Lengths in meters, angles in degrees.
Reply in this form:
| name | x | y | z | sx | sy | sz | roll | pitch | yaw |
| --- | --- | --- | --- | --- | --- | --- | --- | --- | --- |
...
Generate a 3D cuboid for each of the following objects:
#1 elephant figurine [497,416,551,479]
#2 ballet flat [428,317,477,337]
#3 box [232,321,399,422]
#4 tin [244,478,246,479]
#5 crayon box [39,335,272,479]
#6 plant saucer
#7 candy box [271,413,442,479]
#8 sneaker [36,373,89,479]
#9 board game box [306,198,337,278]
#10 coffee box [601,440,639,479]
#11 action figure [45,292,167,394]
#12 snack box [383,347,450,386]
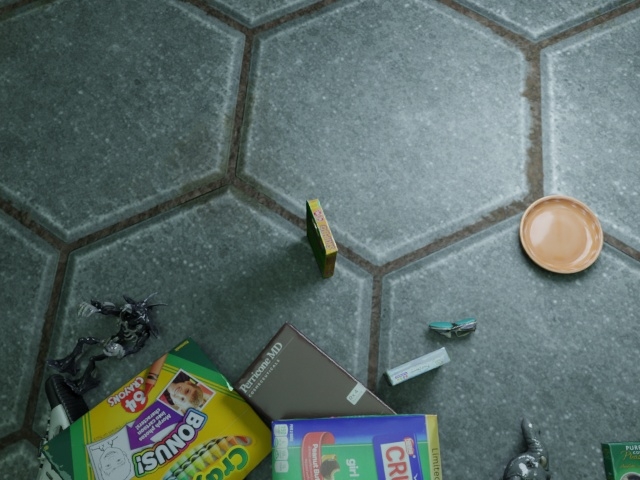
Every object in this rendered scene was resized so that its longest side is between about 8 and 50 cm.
| name | x | y | z | sx | sy | sz | roll | pitch | yaw |
| --- | --- | --- | --- | --- | --- | --- | --- | --- | --- |
| elephant figurine | 0.443 | 0.540 | 1.129 | 0.239 | 0.186 | 0.169 | 50 | 125 | 23 |
| ballet flat | 0.315 | 0.211 | 1.266 | 0.114 | 0.041 | 0.041 | -7 | 75 | 1 |
| box | 0.015 | 0.373 | 1.181 | 0.381 | 0.143 | 0.191 | 37 | 80 | 13 |
| tin | -0.200 | 0.578 | 1.184 | 0.106 | 0.040 | 0.190 | -40 | 77 | -13 |
| crayon box | -0.324 | 0.438 | 1.124 | 0.313 | 0.106 | 0.363 | 45 | 57 | 13 |
| plant saucer | 0.588 | -0.013 | 1.317 | 0.200 | 0.037 | 0.200 | -1 | 74 | 2 |
| candy box | 0.071 | 0.474 | 1.019 | 0.317 | 0.122 | 0.268 | -3 | 75 | 0 |
| sneaker | -0.574 | 0.465 | 1.182 | 0.146 | 0.122 | 0.330 | -26 | 75 | -7 |
| board game box | 0.000 | 0.000 | 1.217 | 0.039 | 0.259 | 0.124 | -20 | 75 | -4 |
| coffee box | 0.689 | 0.534 | 1.162 | 0.113 | 0.040 | 0.184 | -4 | 75 | 0 |
| action figure | -0.490 | 0.220 | 1.239 | 0.164 | 0.141 | 0.276 | 40 | 81 | 23 |
| snack box | 0.216 | 0.289 | 1.214 | 0.141 | 0.100 | 0.037 | -22 | 75 | -4 |
